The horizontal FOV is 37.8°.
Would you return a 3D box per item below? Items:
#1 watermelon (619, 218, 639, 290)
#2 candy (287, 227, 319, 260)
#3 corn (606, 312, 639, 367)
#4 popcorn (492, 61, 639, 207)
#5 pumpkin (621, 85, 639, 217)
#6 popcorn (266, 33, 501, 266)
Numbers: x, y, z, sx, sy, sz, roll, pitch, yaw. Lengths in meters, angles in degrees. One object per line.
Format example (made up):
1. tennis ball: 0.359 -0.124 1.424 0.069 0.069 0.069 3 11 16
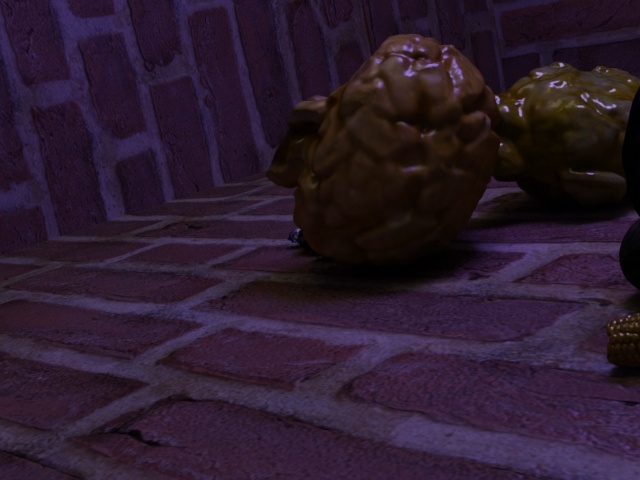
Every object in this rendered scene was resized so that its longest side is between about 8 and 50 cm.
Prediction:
1. watermelon: 0.433 0.015 1.146 0.133 0.105 0.105 -8 11 -9
2. candy: 0.000 -0.001 1.787 0.094 0.051 0.226 -5 11 -22
3. corn: 0.389 0.090 0.932 0.206 0.067 0.067 -10 12 19
4. popcorn: 0.451 -0.201 1.703 0.334 0.293 0.292 -3 -19 36
5. pumpkin: 0.509 -0.094 1.013 0.363 0.363 0.266 -14 -31 -12
6. popcorn: 0.127 -0.130 1.550 0.390 0.354 0.344 -29 -27 33
